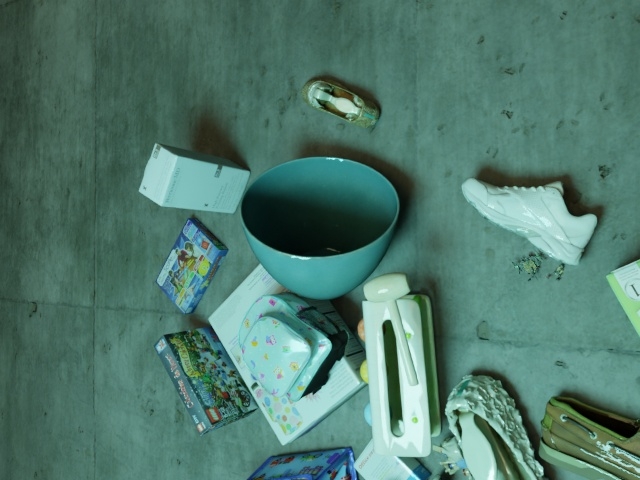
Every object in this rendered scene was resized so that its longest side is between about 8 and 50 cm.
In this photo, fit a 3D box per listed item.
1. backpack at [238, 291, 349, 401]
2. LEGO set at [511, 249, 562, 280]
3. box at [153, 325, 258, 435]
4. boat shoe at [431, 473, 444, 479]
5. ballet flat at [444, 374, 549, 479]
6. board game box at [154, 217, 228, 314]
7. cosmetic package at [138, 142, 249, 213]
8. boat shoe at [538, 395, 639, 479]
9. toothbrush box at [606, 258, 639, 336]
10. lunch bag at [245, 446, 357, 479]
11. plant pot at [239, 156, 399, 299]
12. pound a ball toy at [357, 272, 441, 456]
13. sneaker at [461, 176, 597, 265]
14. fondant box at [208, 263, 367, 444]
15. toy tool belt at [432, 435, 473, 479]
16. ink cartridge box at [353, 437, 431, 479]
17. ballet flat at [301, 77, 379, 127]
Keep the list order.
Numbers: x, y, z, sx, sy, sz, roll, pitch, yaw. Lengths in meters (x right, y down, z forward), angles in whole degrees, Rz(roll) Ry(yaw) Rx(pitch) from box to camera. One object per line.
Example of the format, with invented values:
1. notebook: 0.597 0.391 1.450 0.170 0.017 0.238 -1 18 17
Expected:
1. backpack: -0.068 0.191 1.049 0.188 0.144 0.166 41 113 28
2. LEGO set: 0.374 0.047 0.955 0.083 0.023 0.054 30 108 15
3. box: -0.260 0.312 1.266 0.044 0.159 0.233 -44 68 24
4. boat shoe: 0.193 0.551 1.015 0.079 0.095 0.255 25 104 31
5. ballet flat: 0.315 0.430 0.920 0.147 0.147 0.409 -33 73 28
6. board game box: -0.326 0.064 1.383 0.136 0.035 0.201 42 110 25
7. cosmetic package: -0.275 -0.133 1.238 0.085 0.231 0.117 30 106 29
8. boat shoe: 0.487 0.318 0.824 0.307 0.110 0.105 8 95 32
9. toothbrush box: 0.572 0.128 0.767 0.206 0.122 0.283 -32 72 27
10. lunch bag: -0.084 0.522 1.073 0.220 0.293 0.138 -19 80 30
11. plant pot: 0.000 0.000 1.067 0.290 0.290 0.196 29 141 29
12. pound a ball toy: 0.123 0.217 0.988 0.135 0.208 0.320 -6 87 21
13. sneaker: 0.354 -0.059 0.937 0.232 0.090 0.115 33 100 19
14. fondant box: -0.067 0.223 1.183 0.238 0.096 0.330 -45 67 23
15. toy tool belt: 0.242 0.400 1.010 0.051 0.052 0.083 -21 106 21
16. ink cartridge box: 0.138 0.447 1.076 0.122 0.052 0.089 40 109 24
17. ballet flat: 0.029 -0.294 1.145 0.206 0.067 0.073 27 104 30
